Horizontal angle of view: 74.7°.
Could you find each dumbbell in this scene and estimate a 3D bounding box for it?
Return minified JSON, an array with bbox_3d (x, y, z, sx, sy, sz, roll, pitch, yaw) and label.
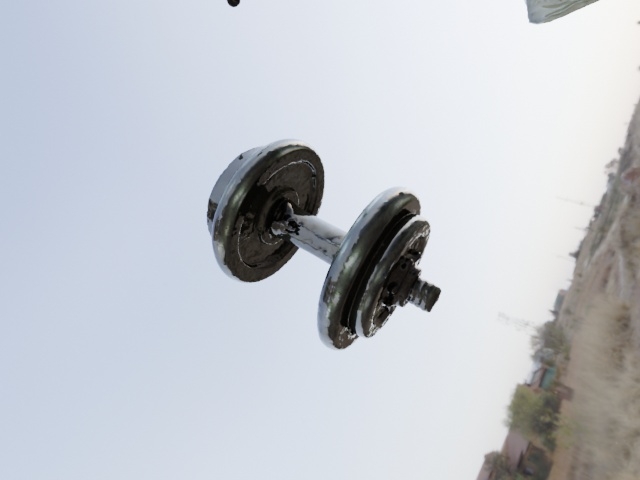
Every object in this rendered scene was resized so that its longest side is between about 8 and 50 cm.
[{"bbox_3d":[0.000,0.000,0.481,0.192,0.290,0.192,-47,-26,-31],"label":"dumbbell"}]

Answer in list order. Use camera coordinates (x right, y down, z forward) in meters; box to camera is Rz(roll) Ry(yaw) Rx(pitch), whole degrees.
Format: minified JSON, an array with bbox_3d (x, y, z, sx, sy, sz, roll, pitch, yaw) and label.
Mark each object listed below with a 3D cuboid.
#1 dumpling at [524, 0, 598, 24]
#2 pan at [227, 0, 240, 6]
[{"bbox_3d":[0.403,-0.425,0.643,0.215,0.167,0.126,-51,-45,-32],"label":"dumpling"},{"bbox_3d":[-0.185,-0.506,0.679,0.136,0.028,0.235,-47,-51,-29],"label":"pan"}]
